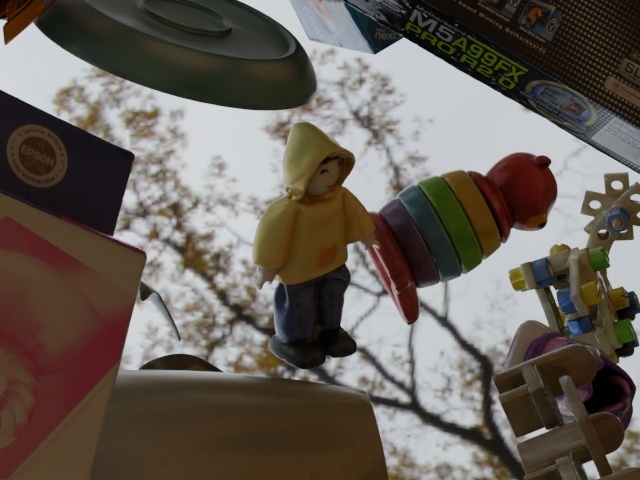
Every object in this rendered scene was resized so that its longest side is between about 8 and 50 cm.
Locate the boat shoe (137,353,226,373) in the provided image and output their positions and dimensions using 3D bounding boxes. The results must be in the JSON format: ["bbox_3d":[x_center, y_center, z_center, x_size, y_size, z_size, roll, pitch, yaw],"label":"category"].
[{"bbox_3d":[-0.088,0.225,1.290,0.307,0.111,0.104,29,-142,-45],"label":"boat shoe"}]

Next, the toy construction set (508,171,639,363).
[{"bbox_3d":[0.360,0.050,1.587,0.327,0.151,0.215,-46,-66,-49],"label":"toy construction set"}]

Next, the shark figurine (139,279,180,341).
[{"bbox_3d":[-0.317,0.074,1.423,0.278,0.166,0.116,-7,-51,-10],"label":"shark figurine"}]

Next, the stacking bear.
[{"bbox_3d":[0.211,-0.030,1.719,0.289,0.164,0.175,-26,-31,-2],"label":"stacking bear"}]

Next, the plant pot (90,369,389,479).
[{"bbox_3d":[-0.082,0.217,1.035,0.274,0.256,0.256,-11,-76,-4],"label":"plant pot"}]

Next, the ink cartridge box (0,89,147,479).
[{"bbox_3d":[-0.260,0.021,0.652,0.324,0.071,0.330,25,-117,-32],"label":"ink cartridge box"}]

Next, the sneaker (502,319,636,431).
[{"bbox_3d":[0.285,0.163,1.236,0.236,0.105,0.095,36,-109,-48],"label":"sneaker"}]

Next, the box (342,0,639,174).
[{"bbox_3d":[0.163,-0.194,0.765,0.270,0.060,0.216,31,-106,-1],"label":"box"}]

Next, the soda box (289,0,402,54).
[{"bbox_3d":[0.037,-0.267,1.360,0.071,0.210,0.067,-33,-68,-11],"label":"soda box"}]

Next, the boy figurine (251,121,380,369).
[{"bbox_3d":[0.000,0.000,1.385,0.177,0.092,0.285,-12,-63,-33],"label":"boy figurine"}]

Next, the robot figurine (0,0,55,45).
[{"bbox_3d":[-0.341,-0.258,1.180,0.085,0.291,0.211,30,-145,-46],"label":"robot figurine"}]

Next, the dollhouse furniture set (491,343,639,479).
[{"bbox_3d":[0.271,0.220,0.979,0.212,0.161,0.242,-91,-23,-70],"label":"dollhouse furniture set"}]

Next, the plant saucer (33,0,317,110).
[{"bbox_3d":[-0.148,-0.226,1.258,0.318,0.318,0.043,-7,-55,-46],"label":"plant saucer"}]
